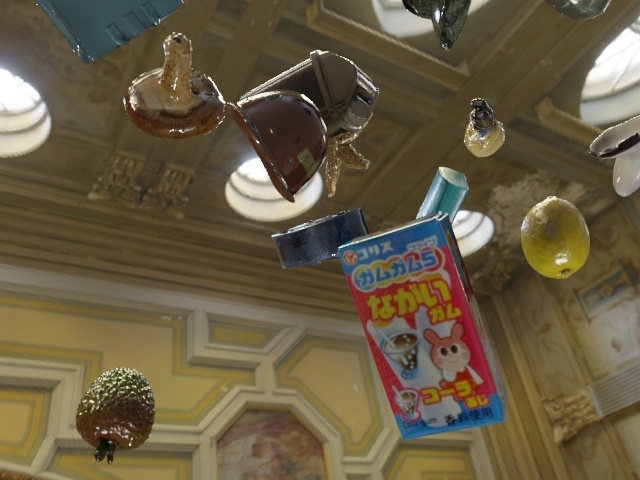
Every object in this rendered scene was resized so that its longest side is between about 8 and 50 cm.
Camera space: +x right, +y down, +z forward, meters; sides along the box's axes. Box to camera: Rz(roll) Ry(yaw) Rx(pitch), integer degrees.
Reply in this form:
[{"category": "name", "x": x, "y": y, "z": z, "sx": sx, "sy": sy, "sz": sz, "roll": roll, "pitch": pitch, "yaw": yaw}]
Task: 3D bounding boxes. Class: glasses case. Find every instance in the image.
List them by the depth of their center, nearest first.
[{"category": "glasses case", "x": 0.237, "y": -0.011, "z": 1.318, "sx": 0.070, "sy": 0.300, "sz": 0.117, "roll": 21, "pitch": -155, "yaw": -2}]

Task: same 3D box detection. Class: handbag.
[{"category": "handbag", "x": -0.360, "y": -0.417, "z": 1.019, "sx": 0.221, "sy": 0.057, "sz": 0.144, "roll": -46, "pitch": -65, "yaw": -30}]

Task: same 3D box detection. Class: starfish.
[{"category": "starfish", "x": 0.052, "y": -0.265, "z": 1.516, "sx": 0.048, "sy": 0.231, "sz": 0.294, "roll": -11, "pitch": -85, "yaw": -46}]

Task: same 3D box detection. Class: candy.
[{"category": "candy", "x": 0.153, "y": 0.123, "z": 0.867, "sx": 0.100, "sy": 0.158, "sz": 0.305, "roll": -22, "pitch": -86, "yaw": -69}]

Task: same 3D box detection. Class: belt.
[{"category": "belt", "x": 0.000, "y": 0.000, "z": 1.079, "sx": 0.141, "sy": 0.190, "sz": 0.082, "roll": -24, "pitch": -84, "yaw": -59}]

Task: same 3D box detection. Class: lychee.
[{"category": "lychee", "x": -0.304, "y": 0.259, "z": 0.872, "sx": 0.114, "sy": 0.114, "sz": 0.146, "roll": 20, "pitch": -134, "yaw": -23}]

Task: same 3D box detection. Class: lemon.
[{"category": "lemon", "x": 0.600, "y": -0.007, "z": 1.504, "sx": 0.170, "sy": 0.170, "sz": 0.207, "roll": 6, "pitch": -110, "yaw": -34}]

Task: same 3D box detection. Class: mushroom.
[{"category": "mushroom", "x": -0.417, "y": -0.396, "z": 1.613, "sx": 0.254, "sy": 0.268, "sz": 0.267, "roll": 52, "pitch": -154, "yaw": -46}]

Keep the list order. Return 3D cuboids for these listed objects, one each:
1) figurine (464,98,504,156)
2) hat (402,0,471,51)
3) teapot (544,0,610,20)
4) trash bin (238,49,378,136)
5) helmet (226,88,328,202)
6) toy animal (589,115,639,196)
[{"category": "figurine", "x": 0.429, "y": -0.299, "z": 1.568, "sx": 0.196, "sy": 0.108, "sz": 0.114, "roll": 32, "pitch": -136, "yaw": -62}, {"category": "hat", "x": 0.243, "y": -0.544, "z": 1.249, "sx": 0.129, "sy": 0.265, "sz": 0.265, "roll": 20, "pitch": -143, "yaw": 20}, {"category": "teapot", "x": 0.772, "y": -0.813, "z": 1.605, "sx": 0.253, "sy": 0.344, "sz": 0.300, "roll": 36, "pitch": -133, "yaw": -4}, {"category": "trash bin", "x": -0.022, "y": -0.315, "z": 1.364, "sx": 0.209, "sy": 0.291, "sz": 0.182, "roll": -4, "pitch": -105, "yaw": -69}, {"category": "helmet", "x": -0.042, "y": -0.139, "z": 0.814, "sx": 0.106, "sy": 0.175, "sz": 0.155, "roll": -31, "pitch": -128, "yaw": -8}, {"category": "toy animal", "x": 0.335, "y": -0.119, "z": 0.500, "sx": 0.131, "sy": 0.182, "sz": 0.127, "roll": 51, "pitch": -128, "yaw": -41}]
